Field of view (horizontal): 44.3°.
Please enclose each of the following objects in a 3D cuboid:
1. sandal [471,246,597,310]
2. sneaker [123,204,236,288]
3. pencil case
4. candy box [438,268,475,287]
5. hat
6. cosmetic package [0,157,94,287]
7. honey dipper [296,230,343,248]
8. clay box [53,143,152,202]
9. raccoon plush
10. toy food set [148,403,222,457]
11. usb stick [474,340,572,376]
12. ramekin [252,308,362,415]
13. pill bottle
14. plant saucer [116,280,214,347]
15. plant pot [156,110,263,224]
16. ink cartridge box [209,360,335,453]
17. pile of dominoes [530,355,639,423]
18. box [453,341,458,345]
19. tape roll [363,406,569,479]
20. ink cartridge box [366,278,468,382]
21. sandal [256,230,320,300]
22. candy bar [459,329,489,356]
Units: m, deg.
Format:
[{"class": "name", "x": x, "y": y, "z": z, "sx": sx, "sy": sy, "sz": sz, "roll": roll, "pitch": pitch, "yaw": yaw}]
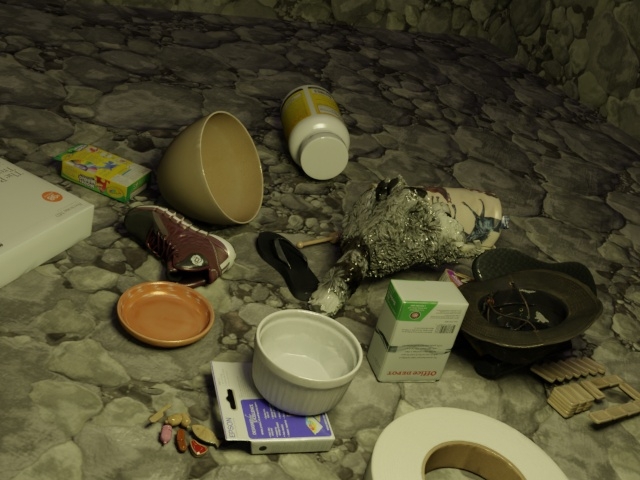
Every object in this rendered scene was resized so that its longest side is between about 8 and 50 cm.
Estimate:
[{"class": "sandal", "x": 0.530, "y": 0.124, "z": 1.993, "sx": 0.446, "sy": 0.107, "sz": 0.167, "roll": 9, "pitch": 67, "yaw": -36}, {"class": "sneaker", "x": -0.344, "y": 0.020, "z": 1.781, "sx": 0.281, "sy": 0.106, "sz": 0.162, "roll": 21, "pitch": 35, "yaw": 7}, {"class": "pencil case", "x": 0.300, "y": -0.057, "z": 2.135, "sx": 0.410, "sy": 0.160, "sz": 0.183, "roll": 2, "pitch": 59, "yaw": -21}, {"class": "candy box", "x": 0.361, "y": 0.150, "z": 1.913, "sx": 0.109, "sy": 0.053, "sz": 0.186, "roll": 18, "pitch": 27, "yaw": -15}, {"class": "hat", "x": 0.447, "y": 0.190, "z": 1.727, "sx": 0.331, "sy": 0.134, "sz": 0.331, "roll": -6, "pitch": 24, "yaw": 3}, {"class": "cosmetic package", "x": -0.726, "y": -0.032, "z": 1.701, "sx": 0.284, "sy": 0.097, "sz": 0.377, "roll": 27, "pitch": 33, "yaw": 13}, {"class": "honey dipper", "x": 0.000, "y": 0.000, "z": 2.021, "sx": 0.161, "sy": 0.030, "sz": 0.030, "roll": -11, "pitch": 40, "yaw": -45}, {"class": "clay box", "x": -0.567, "y": -0.179, "z": 2.044, "sx": 0.222, "sy": 0.053, "sz": 0.127, "roll": 21, "pitch": 32, "yaw": 12}, {"class": "raccoon plush", "x": 0.178, "y": 0.063, "z": 1.912, "sx": 0.299, "sy": 0.446, "sz": 0.216, "roll": 44, "pitch": -11, "yaw": -25}, {"class": "toy food set", "x": -0.243, "y": 0.345, "z": 1.391, "sx": 0.122, "sy": 0.019, "sz": 0.078, "roll": 35, "pitch": 36, "yaw": 15}, {"class": "usb stick", "x": 0.469, "y": 0.261, "z": 1.803, "sx": 0.278, "sy": 0.045, "sz": 0.077, "roll": -10, "pitch": 11, "yaw": -36}, {"class": "ramekin", "x": -0.033, "y": 0.234, "z": 1.487, "sx": 0.207, "sy": 0.109, "sz": 0.207, "roll": 13, "pitch": 30, "yaw": -8}, {"class": "pill bottle", "x": -0.015, "y": -0.327, "z": 2.398, "sx": 0.188, "sy": 0.188, "sz": 0.334, "roll": 7, "pitch": 33, "yaw": -15}, {"class": "plant saucer", "x": -0.322, "y": 0.157, "z": 1.633, "sx": 0.200, "sy": 0.037, "sz": 0.200, "roll": 12, "pitch": 31, "yaw": -7}, {"class": "plant pot", "x": -0.297, "y": -0.165, "z": 1.983, "sx": 0.191, "sy": 0.284, "sz": 0.284, "roll": -11, "pitch": 21, "yaw": 26}, {"class": "ink cartridge box", "x": -0.097, "y": 0.310, "z": 1.481, "sx": 0.208, "sy": 0.045, "sz": 0.206, "roll": 6, "pitch": 32, "yaw": -20}, {"class": "pile of dominoes", "x": 0.606, "y": 0.343, "z": 1.777, "sx": 0.251, "sy": 0.040, "sz": 0.196, "roll": 0, "pitch": 31, "yaw": -39}, {"class": "box", "x": 0.247, "y": 0.183, "z": 1.844, "sx": 0.105, "sy": 0.043, "sz": 0.179, "roll": -1, "pitch": 36, "yaw": -24}, {"class": "tape roll", "x": 0.269, "y": 0.457, "z": 1.391, "sx": 0.392, "sy": 0.072, "sz": 0.392, "roll": 11, "pitch": 31, "yaw": -7}, {"class": "ink cartridge box", "x": 0.199, "y": 0.192, "z": 1.650, "sx": 0.153, "sy": 0.208, "sz": 0.087, "roll": 4, "pitch": 30, "yaw": -20}, {"class": "sandal", "x": -0.069, "y": 0.048, "z": 1.903, "sx": 0.097, "sy": 0.054, "sz": 0.254, "roll": -8, "pitch": 38, "yaw": -34}, {"class": "candy bar", "x": 0.350, "y": 0.223, "z": 1.848, "sx": 0.040, "sy": 0.018, "sz": 0.161, "roll": -1, "pitch": 35, "yaw": -29}]
